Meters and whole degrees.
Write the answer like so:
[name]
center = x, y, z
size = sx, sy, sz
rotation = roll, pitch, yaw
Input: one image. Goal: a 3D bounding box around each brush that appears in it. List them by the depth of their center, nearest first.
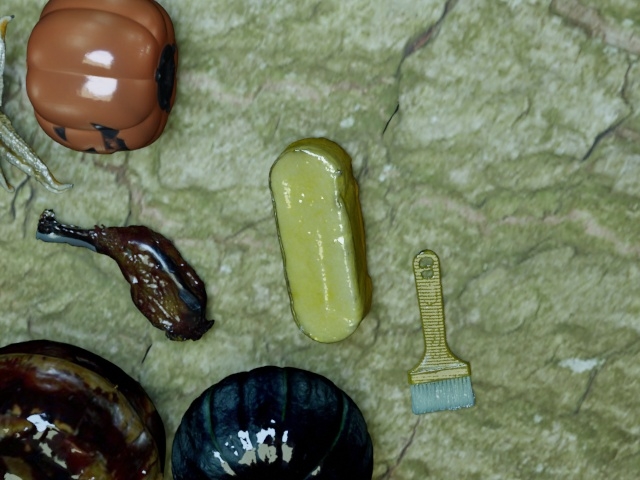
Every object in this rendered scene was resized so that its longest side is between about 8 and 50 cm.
[brush]
center = 0.143, 0.116, 1.188
size = 0.083, 0.010, 0.218
rotation = -8, 104, 5

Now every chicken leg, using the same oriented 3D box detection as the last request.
[chicken leg]
center = -0.234, 0.030, 1.163
size = 0.253, 0.051, 0.106
rotation = 38, 109, -4

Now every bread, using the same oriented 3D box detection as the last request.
[bread]
center = 0.000, 0.000, 1.123
size = 0.102, 0.094, 0.245
rotation = -7, 104, 14

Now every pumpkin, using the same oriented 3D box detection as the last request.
[pumpkin]
center = -0.056, 0.282, 1.121
size = 0.248, 0.248, 0.247
rotation = 1, 105, 2

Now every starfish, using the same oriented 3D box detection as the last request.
[starfish]
center = -0.381, -0.164, 1.090
size = 0.138, 0.050, 0.247
rotation = -4, 111, 39

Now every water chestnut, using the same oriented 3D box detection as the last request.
[water chestnut]
center = -0.333, 0.267, 1.118
size = 0.300, 0.300, 0.299
rotation = 1, 105, 2

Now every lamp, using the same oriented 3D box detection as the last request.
[lamp]
center = -0.245, -0.188, 1.035
size = 0.164, 0.187, 0.187
rotation = 8, 106, 6
